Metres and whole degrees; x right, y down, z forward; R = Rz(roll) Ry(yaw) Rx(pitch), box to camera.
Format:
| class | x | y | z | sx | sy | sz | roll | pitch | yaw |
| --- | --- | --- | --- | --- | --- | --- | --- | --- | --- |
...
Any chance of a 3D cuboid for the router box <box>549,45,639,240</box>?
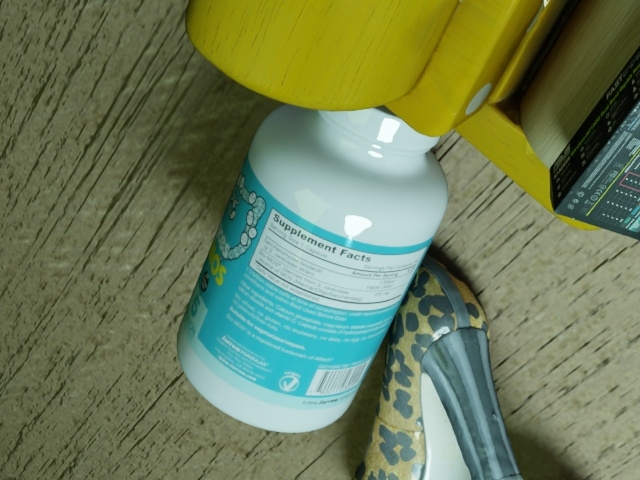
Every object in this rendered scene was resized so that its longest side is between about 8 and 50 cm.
| class | x | y | z | sx | sy | sz | roll | pitch | yaw |
| --- | --- | --- | --- | --- | --- | --- | --- | --- | --- |
| router box | 0.191 | -0.052 | 0.701 | 0.092 | 0.038 | 0.122 | 18 | 135 | -14 |

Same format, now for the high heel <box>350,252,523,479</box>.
| class | x | y | z | sx | sy | sz | roll | pitch | yaw |
| --- | --- | --- | --- | --- | --- | --- | --- | --- | --- |
| high heel | 0.067 | 0.126 | 1.064 | 0.261 | 0.093 | 0.186 | -40 | 62 | 60 |

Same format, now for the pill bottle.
| class | x | y | z | sx | sy | sz | roll | pitch | yaw |
| --- | --- | --- | --- | --- | --- | --- | --- | --- | --- |
| pill bottle | 0.000 | 0.000 | 0.959 | 0.146 | 0.146 | 0.264 | 36 | 121 | 20 |

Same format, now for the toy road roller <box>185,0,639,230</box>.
| class | x | y | z | sx | sy | sz | roll | pitch | yaw |
| --- | --- | --- | --- | --- | --- | --- | --- | --- | --- |
| toy road roller | 0.078 | -0.141 | 0.749 | 0.329 | 0.240 | 0.202 | 41 | 136 | 16 |
